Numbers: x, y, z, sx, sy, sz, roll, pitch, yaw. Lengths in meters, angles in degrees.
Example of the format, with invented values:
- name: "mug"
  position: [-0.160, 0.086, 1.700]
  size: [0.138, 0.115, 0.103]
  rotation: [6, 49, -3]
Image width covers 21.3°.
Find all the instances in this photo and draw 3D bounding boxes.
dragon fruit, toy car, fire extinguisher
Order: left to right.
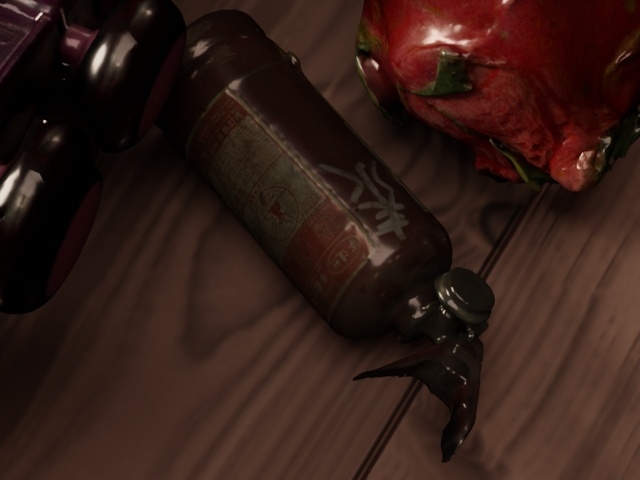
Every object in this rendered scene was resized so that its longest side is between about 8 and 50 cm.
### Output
- name: "toy car"
  position: [-0.229, -0.031, 0.791]
  size: [0.271, 0.240, 0.341]
  rotation: [24, 42, 2]
- name: "fire extinguisher"
  position: [0.000, 0.003, 0.818]
  size: [0.106, 0.075, 0.252]
  rotation: [-28, 66, -30]
- name: "dragon fruit"
  position: [0.122, -0.152, 0.845]
  size: [0.200, 0.198, 0.269]
  rotation: [55, 47, -12]
